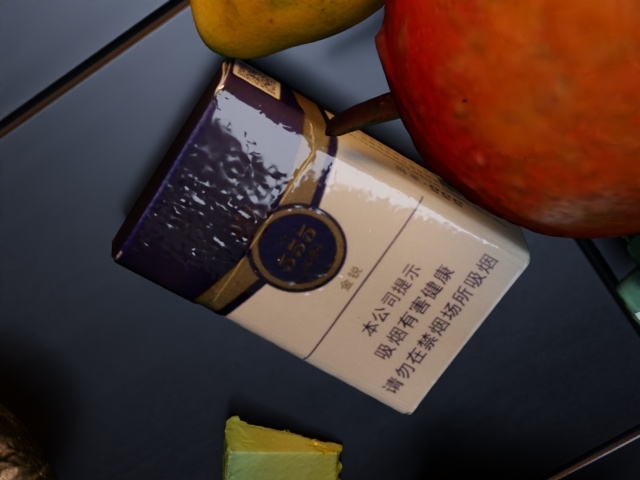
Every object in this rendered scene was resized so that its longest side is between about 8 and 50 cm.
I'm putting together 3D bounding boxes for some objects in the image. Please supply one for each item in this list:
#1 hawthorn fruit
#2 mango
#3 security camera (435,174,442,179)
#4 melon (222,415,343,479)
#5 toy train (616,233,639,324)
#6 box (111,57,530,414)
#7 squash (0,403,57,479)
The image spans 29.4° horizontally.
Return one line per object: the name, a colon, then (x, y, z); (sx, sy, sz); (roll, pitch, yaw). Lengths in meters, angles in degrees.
hawthorn fruit: (0.157, -0.135, 0.720); (0.369, 0.285, 0.285); (-23, 115, 29)
mango: (-0.018, -0.181, 0.785); (0.163, 0.089, 0.111); (-17, 116, 16)
security camera: (0.090, -0.095, 0.853); (0.058, 0.058, 0.092); (-23, 106, 11)
melon: (-0.021, 0.251, 1.034); (0.114, 0.053, 0.262); (-19, 120, -11)
toy train: (0.331, -0.011, 0.854); (0.188, 0.132, 0.243); (36, 111, -25)
box: (0.000, 0.000, 0.883); (0.259, 0.071, 0.168); (28, 113, -15)
squash: (-0.284, 0.207, 0.932); (0.193, 0.156, 0.193); (-2, 86, 31)
